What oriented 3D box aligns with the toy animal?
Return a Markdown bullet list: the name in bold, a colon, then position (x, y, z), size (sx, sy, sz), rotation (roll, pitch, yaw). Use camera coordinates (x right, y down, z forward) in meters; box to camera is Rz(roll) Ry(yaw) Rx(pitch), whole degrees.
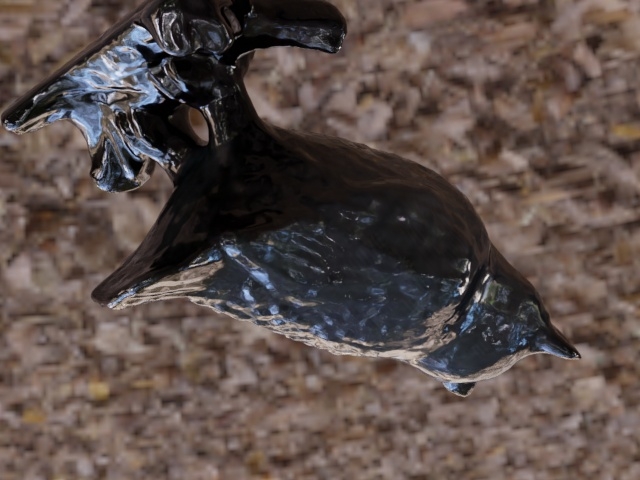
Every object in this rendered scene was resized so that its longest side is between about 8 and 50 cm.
- **toy animal**: position (0.002, 0.004, 0.523), size (0.210, 0.117, 0.121), rotation (41, 137, -20)
